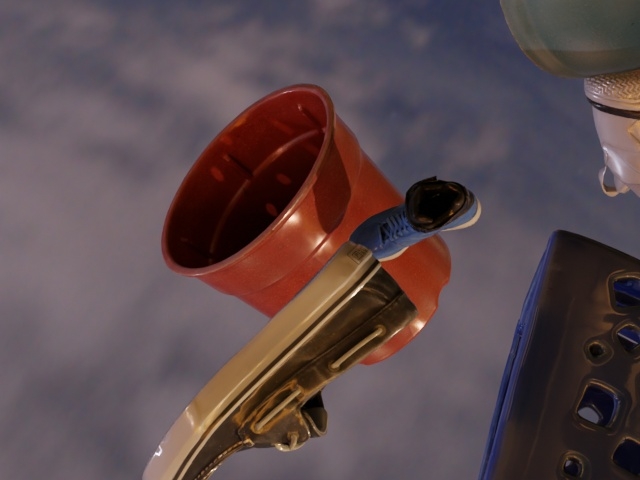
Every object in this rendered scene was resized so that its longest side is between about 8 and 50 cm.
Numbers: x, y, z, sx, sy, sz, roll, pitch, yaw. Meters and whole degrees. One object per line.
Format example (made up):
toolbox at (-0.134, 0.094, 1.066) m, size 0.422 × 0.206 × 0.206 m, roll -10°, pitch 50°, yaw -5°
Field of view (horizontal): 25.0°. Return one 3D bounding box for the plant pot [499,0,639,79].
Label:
plant pot at (0.355, -0.318, 1.554) m, size 0.293 × 0.293 × 0.196 m, roll -13°, pitch -165°, yaw -43°

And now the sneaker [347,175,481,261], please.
sneaker at (0.092, -0.024, 1.542) m, size 0.084 × 0.152 × 0.058 m, roll 38°, pitch -143°, yaw -68°

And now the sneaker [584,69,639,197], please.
sneaker at (0.567, -0.158, 2.074) m, size 0.366 × 0.210 × 0.137 m, roll -1°, pitch -154°, yaw 14°

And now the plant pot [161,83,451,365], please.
plant pot at (0.000, 0.000, 1.721) m, size 0.265 × 0.272 × 0.272 m, roll 40°, pitch -155°, yaw -30°

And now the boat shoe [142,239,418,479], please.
boat shoe at (-0.040, 0.154, 1.426) m, size 0.119 × 0.335 × 0.121 m, roll 44°, pitch -164°, yaw 3°

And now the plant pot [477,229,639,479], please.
plant pot at (0.238, 0.155, 1.106) m, size 0.212 × 0.236 × 0.236 m, roll 14°, pitch -109°, yaw 7°
